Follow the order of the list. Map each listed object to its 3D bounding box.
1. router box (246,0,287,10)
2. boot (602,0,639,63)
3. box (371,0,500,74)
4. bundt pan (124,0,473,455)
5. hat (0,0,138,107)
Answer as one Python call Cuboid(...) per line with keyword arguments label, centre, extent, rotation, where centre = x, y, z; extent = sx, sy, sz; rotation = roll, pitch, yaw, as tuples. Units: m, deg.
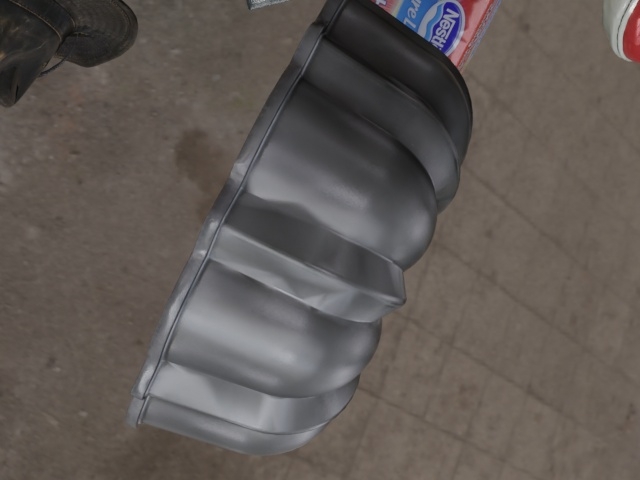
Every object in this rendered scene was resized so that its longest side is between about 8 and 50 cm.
Cuboid(label="router box", centre=(-0.032, -0.309, 1.221), extent=(0.038, 0.122, 0.092), rotation=(-58, 134, -65))
Cuboid(label="boot", centre=(0.295, -0.137, 0.615), extent=(0.244, 0.176, 0.088), rotation=(-30, 148, -1))
Cuboid(label="box", centre=(0.099, -0.226, 1.028), extent=(0.257, 0.122, 0.128), rotation=(-64, 174, 32))
Cuboid(label="bundt pan", centre=(0.000, 0.000, 0.755), extent=(0.124, 0.331, 0.331), rotation=(26, 76, 0))
Cuboid(label="hat", centre=(-0.365, -0.221, 1.190), extent=(0.331, 0.331, 0.134), rotation=(35, 69, -43))
